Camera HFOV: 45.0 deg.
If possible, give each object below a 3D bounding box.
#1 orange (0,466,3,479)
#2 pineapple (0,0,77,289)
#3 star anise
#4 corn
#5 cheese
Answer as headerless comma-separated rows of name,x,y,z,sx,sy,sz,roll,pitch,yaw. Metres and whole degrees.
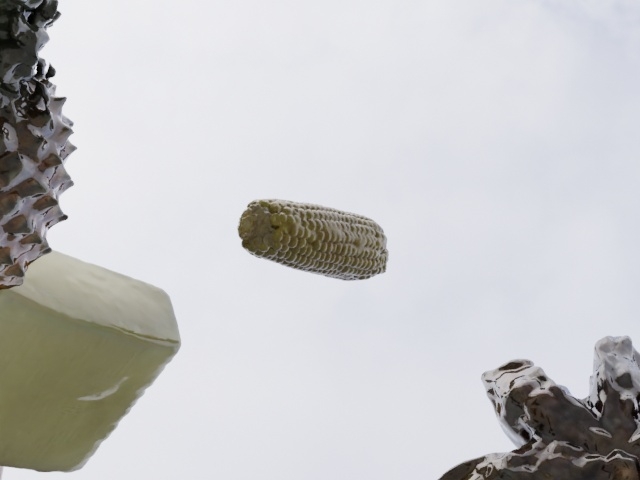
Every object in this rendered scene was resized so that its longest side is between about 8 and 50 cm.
orange,-0.505,0.291,1.003,0.177,0.177,0.155,49,-43,-7
pineapple,-0.252,-0.102,0.582,0.175,0.175,0.361,37,-51,-2
star anise,0.165,0.129,0.450,0.212,0.197,0.073,-36,-50,-12
corn,0.000,0.000,0.998,0.097,0.262,0.097,-11,-106,42
cheese,-0.342,0.152,0.946,0.242,0.124,0.265,22,-62,-40
